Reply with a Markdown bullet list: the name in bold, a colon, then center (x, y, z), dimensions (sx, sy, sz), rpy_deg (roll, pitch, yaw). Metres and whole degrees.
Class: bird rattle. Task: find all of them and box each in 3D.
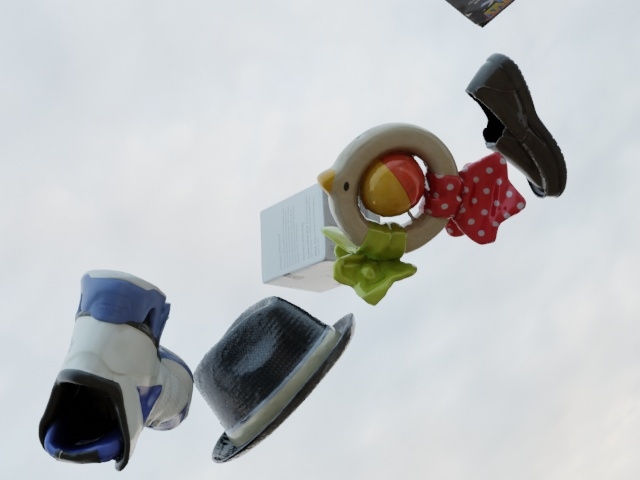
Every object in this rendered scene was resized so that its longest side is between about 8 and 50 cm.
- **bird rattle**: center (0.109, -0.046, 0.863), dimensions (0.253, 0.143, 0.207), rpy_deg (-32, -63, 7)

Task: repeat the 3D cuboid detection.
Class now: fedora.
- **fedora**: center (-0.100, 0.201, 1.161), dimensions (0.334, 0.152, 0.334), rpy_deg (-47, 2, 2)

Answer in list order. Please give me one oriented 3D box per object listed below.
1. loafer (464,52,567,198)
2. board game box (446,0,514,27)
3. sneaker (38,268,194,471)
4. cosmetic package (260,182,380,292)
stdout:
- **loafer**: center (0.255, -0.140, 0.953), dimensions (0.078, 0.080, 0.220), rpy_deg (-34, -71, -1)
- **board game box**: center (0.036, -0.212, 0.393), dimensions (0.048, 0.170, 0.141), rpy_deg (-41, -25, 27)
- **sneaker**: center (-0.246, 0.186, 0.832), dimensions (0.315, 0.127, 0.182), rpy_deg (93, -169, -56)
- **cosmetic package**: center (0.000, 0.000, 1.334), dimensions (0.151, 0.151, 0.183), rpy_deg (13, -25, -39)
